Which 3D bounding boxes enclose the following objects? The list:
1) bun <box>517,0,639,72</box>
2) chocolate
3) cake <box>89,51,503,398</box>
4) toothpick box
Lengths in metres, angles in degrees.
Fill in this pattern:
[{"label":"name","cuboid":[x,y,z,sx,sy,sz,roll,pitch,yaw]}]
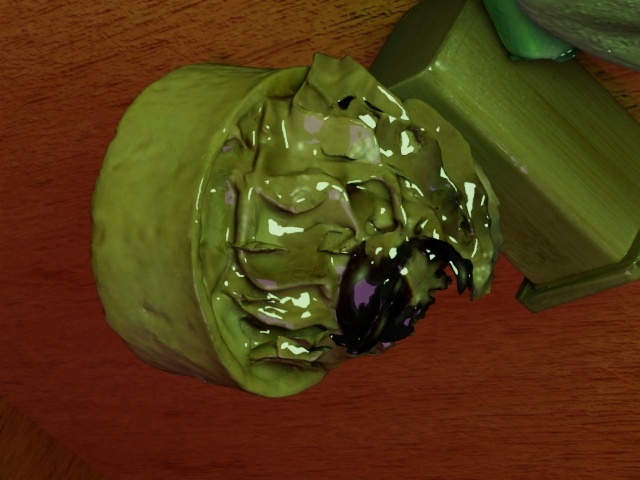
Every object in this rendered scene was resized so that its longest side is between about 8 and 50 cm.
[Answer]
[{"label":"bun","cuboid":[0.304,-0.244,1.462,0.283,0.179,0.283,19,171,3]},{"label":"chocolate","cuboid":[0.158,-0.294,1.569,0.110,0.110,0.291,3,142,37]},{"label":"cake","cuboid":[-0.004,-0.005,1.634,0.321,0.332,0.332,6,146,34]},{"label":"toothpick box","cuboid":[0.201,-0.103,1.775,0.308,0.187,0.190,41,150,-18]}]
